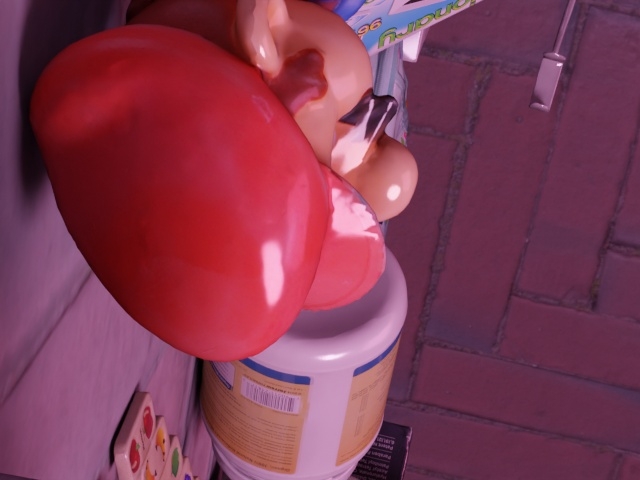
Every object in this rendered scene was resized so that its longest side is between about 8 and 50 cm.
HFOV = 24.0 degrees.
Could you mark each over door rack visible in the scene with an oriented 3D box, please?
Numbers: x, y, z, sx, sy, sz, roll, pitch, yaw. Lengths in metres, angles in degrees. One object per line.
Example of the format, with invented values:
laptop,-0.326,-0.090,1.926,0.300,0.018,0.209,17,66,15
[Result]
over door rack,0.122,-0.246,1.349,0.324,0.239,0.108,86,23,-74

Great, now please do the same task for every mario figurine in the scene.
mario figurine,0.000,-0.091,0.613,0.198,0.170,0.320,75,23,-56

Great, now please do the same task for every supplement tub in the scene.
supplement tub,-0.017,0.091,1.127,0.199,0.144,0.144,99,6,-47

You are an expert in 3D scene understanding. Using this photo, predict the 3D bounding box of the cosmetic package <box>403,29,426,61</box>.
cosmetic package,0.113,-0.409,1.691,0.284,0.097,0.377,-72,174,-74

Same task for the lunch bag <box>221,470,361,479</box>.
lunch bag,-0.002,0.341,1.366,0.169,0.287,0.235,-45,-167,39

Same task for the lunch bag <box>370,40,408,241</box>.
lunch bag,0.019,-0.074,1.346,0.279,0.108,0.224,76,27,-80

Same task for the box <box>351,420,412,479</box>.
box,-0.023,0.377,1.677,0.343,0.179,0.312,92,11,-67

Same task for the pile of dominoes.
pile of dominoes,-0.082,0.218,0.914,0.251,0.040,0.196,74,19,-56

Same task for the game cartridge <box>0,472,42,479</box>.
game cartridge,-0.056,0.171,0.489,0.297,0.198,0.062,99,6,-50

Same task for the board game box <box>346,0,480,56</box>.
board game box,0.083,-0.200,0.851,0.053,0.305,0.193,58,-13,19
